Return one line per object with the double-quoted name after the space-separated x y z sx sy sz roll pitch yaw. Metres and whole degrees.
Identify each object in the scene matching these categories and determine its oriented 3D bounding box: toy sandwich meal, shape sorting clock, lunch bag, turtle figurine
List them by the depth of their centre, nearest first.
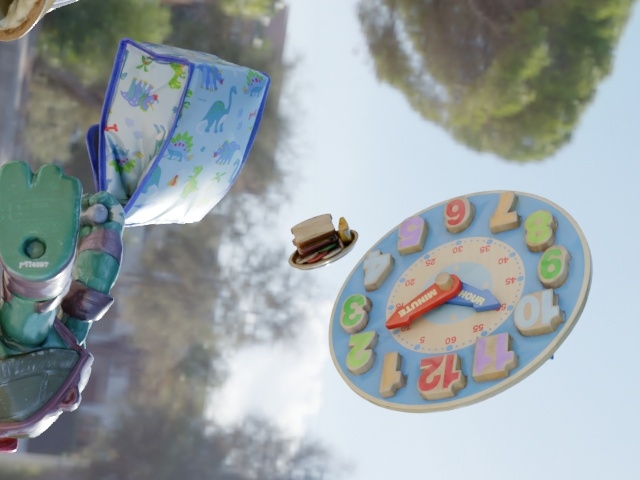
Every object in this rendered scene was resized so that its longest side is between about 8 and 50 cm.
-0.163 0.042 0.632 0.118 0.175 0.234 53 -16 14 "turtle figurine"
0.098 0.039 0.922 0.040 0.206 0.206 53 22 -41 "shape sorting clock"
-0.125 -0.086 1.069 0.129 0.096 0.151 -3 111 -59 "lunch bag"
0.000 0.000 1.277 0.085 0.085 0.029 -121 -173 -71 "toy sandwich meal"

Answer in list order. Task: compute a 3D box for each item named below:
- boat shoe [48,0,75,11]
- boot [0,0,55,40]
-0.249 -0.339 1.461 0.098 0.277 0.096 54 5 -23 "boat shoe"
-0.126 -0.278 0.756 0.269 0.089 0.236 -67 174 -50 "boot"
